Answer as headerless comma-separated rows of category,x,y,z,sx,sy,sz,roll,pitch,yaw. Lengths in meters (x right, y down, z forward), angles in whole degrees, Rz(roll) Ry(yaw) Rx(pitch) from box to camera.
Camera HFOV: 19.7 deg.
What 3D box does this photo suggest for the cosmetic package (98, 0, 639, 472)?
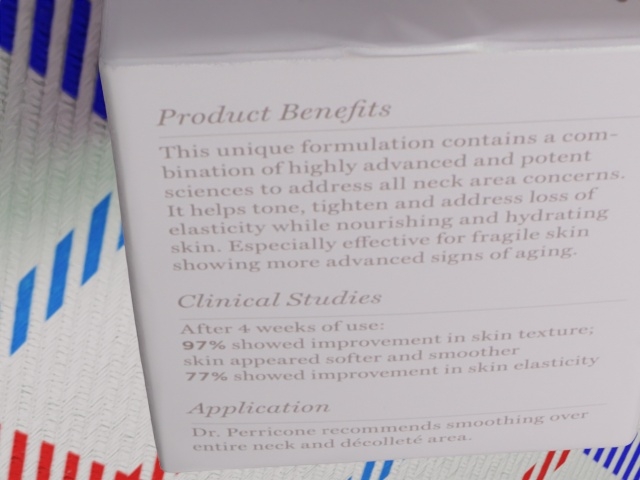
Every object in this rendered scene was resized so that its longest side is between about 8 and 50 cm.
cosmetic package,0.041,-0.096,1.170,0.329,0.327,0.393,-2,141,-2
